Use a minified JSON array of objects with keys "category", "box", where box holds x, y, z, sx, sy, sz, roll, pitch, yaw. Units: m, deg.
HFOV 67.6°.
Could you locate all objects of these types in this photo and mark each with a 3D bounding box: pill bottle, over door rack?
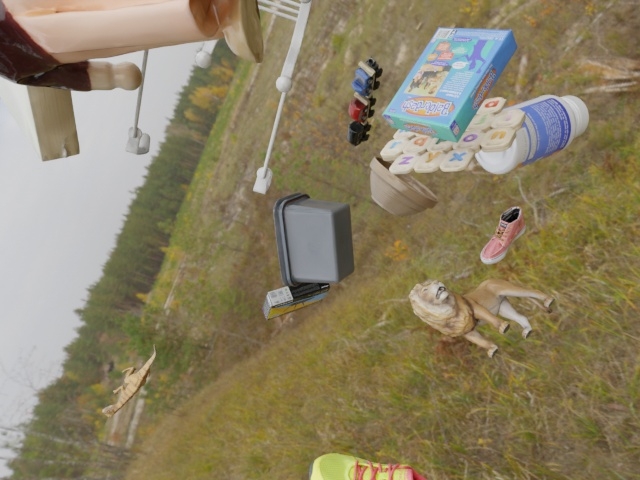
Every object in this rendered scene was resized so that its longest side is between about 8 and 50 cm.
[{"category":"pill bottle","box":[0.527,-0.273,1.188,0.152,0.271,0.152,52,154,39]},{"category":"over door rack","box":[-0.158,-0.225,0.686,0.108,0.239,0.325,-76,4,-56]}]

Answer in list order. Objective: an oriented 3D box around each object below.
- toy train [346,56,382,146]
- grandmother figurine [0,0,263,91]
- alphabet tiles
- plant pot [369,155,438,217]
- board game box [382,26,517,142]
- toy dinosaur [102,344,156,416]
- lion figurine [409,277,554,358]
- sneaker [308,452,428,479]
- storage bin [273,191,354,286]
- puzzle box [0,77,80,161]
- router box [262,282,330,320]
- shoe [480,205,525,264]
[{"category":"toy train","box":[0.052,-0.172,0.616,0.036,0.027,0.158,-38,-17,-16]},{"category":"grandmother figurine","box":[-0.233,-0.183,0.392,0.208,0.341,0.104,65,-159,-57]},{"category":"alphabet tiles","box":[0.274,-0.221,1.015,0.283,0.021,0.278,3,42,39]},{"category":"plant pot","box":[0.233,-0.148,1.462,0.110,0.237,0.237,-55,22,20]},{"category":"board game box","box":[0.234,-0.292,0.880,0.160,0.047,0.210,29,84,44]},{"category":"toy dinosaur","box":[-0.431,0.327,1.139,0.212,0.064,0.112,-55,21,-2]},{"category":"lion figurine","box":[0.436,0.174,1.291,0.240,0.391,0.142,36,121,43]},{"category":"sneaker","box":[0.087,0.332,0.649,0.082,0.208,0.094,-75,5,-55]},{"category":"storage bin","box":[0.000,0.000,0.705,0.091,0.098,0.135,6,109,31]},{"category":"puzzle box","box":[-0.447,-0.326,0.662,0.409,0.052,0.272,44,137,31]},{"category":"router box","box":[-0.071,0.165,1.372,0.133,0.178,0.046,115,135,-60]},{"category":"shoe","box":[0.506,-0.017,1.334,0.178,0.081,0.063,-41,41,-16]}]
